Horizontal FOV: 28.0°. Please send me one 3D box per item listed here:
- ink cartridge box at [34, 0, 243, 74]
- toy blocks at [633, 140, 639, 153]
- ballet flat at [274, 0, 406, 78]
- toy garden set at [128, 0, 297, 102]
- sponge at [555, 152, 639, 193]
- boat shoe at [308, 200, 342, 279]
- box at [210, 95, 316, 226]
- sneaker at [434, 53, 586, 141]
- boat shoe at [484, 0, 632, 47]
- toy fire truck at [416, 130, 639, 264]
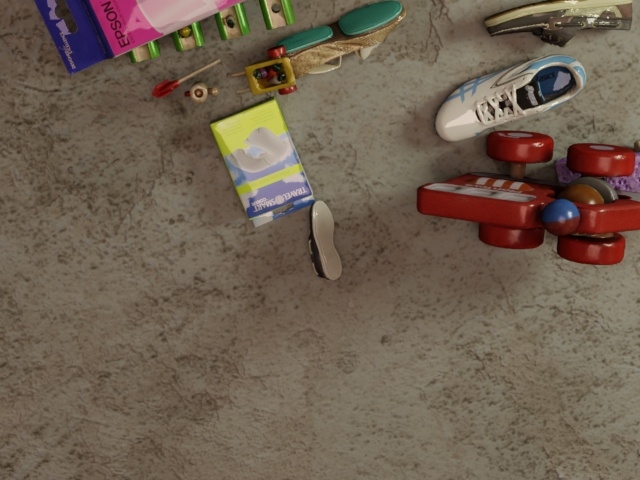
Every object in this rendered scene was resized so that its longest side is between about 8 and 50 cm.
[{"bbox_3d":[-0.223,-0.372,1.751,0.371,0.069,0.175,-22,103,11],"label":"ink cartridge box"},{"bbox_3d":[0.565,-0.111,1.964,0.148,0.054,0.123,-13,105,0],"label":"toy blocks"},{"bbox_3d":[0.032,-0.292,1.891,0.206,0.073,0.067,-18,131,4],"label":"ballet flat"},{"bbox_3d":[-0.156,-0.285,1.824,0.244,0.049,0.203,-13,108,6],"label":"toy garden set"},{"bbox_3d":[0.467,-0.073,1.937,0.210,0.031,0.117,-3,107,23],"label":"sponge"},{"bbox_3d":[0.000,0.000,1.969,0.046,0.038,0.125,-29,110,-40],"label":"boat shoe"},{"bbox_3d":[-0.085,-0.115,1.933,0.109,0.042,0.178,-21,104,3],"label":"box"},{"bbox_3d":[0.280,-0.213,1.906,0.237,0.086,0.085,-23,102,3],"label":"sneaker"},{"bbox_3d":[0.355,-0.321,1.886,0.224,0.080,0.073,-12,100,-5],"label":"boat shoe"},{"bbox_3d":[0.317,-0.051,1.838,0.302,0.254,0.169,11,106,26],"label":"toy fire truck"}]
